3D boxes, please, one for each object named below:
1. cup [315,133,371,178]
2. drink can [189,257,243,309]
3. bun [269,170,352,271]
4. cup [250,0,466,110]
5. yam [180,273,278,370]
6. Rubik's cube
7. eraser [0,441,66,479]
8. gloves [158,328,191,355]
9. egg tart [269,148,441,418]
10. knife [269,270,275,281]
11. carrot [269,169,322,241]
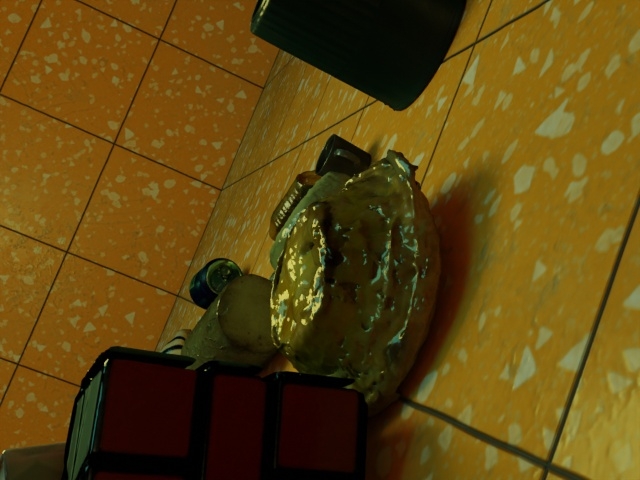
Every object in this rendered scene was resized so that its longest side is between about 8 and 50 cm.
[{"bbox_3d":[0.044,-0.139,1.417,0.078,0.077,0.100,-68,13,-7],"label":"cup"},{"bbox_3d":[-0.278,0.116,2.149,0.205,0.118,0.118,-31,37,67],"label":"drink can"},{"bbox_3d":[0.011,-0.009,1.233,0.195,0.118,0.195,-56,-1,-2],"label":"bun"},{"bbox_3d":[0.068,-0.405,1.310,0.242,0.292,0.308,-81,18,-46],"label":"cup"},{"bbox_3d":[-0.160,0.181,1.503,0.268,0.161,0.161,128,160,-54],"label":"yam"},{"bbox_3d":[-0.131,0.287,0.859,0.288,0.283,0.294,144,136,-64],"label":"Rubik's cube"},{"bbox_3d":[-0.244,0.350,1.078,0.082,0.396,0.213,56,128,37],"label":"eraser"},{"bbox_3d":[-0.395,0.322,2.247,0.140,0.131,0.219,-57,26,28],"label":"gloves"},{"bbox_3d":[0.023,0.054,0.983,0.341,0.128,0.342,-168,90,-73],"label":"egg tart"},{"bbox_3d":[-0.082,0.078,1.677,0.210,0.015,0.028,176,111,-75],"label":"knife"},{"bbox_3d":[-0.046,-0.068,1.642,0.082,0.082,0.173,-89,23,-58],"label":"carrot"}]
